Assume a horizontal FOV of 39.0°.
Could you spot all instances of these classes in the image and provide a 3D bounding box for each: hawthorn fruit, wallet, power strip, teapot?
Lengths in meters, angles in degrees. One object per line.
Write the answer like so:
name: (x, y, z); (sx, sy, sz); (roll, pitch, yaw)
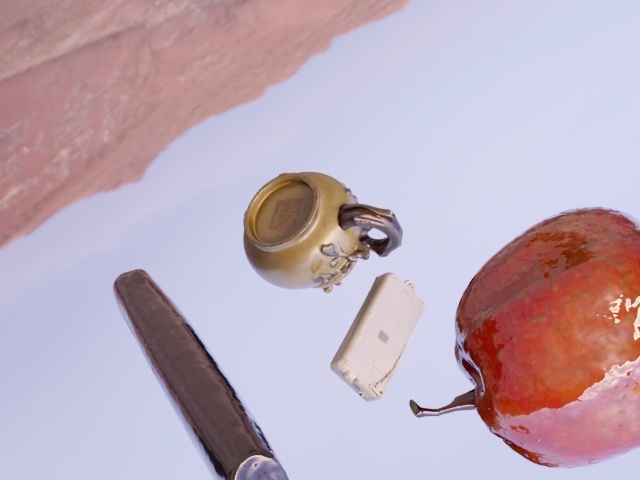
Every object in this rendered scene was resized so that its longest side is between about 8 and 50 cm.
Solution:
hawthorn fruit: (0.148, 0.072, 0.589); (0.194, 0.157, 0.157); (-28, -164, 6)
wallet: (-0.095, 0.187, 0.875); (0.062, 0.228, 0.406); (-30, -151, -12)
power strip: (0.082, 0.129, 1.232); (0.035, 0.081, 0.192); (-26, -154, 49)
teapot: (0.000, 0.000, 1.277); (0.270, 0.182, 0.173); (-5, -122, 31)
